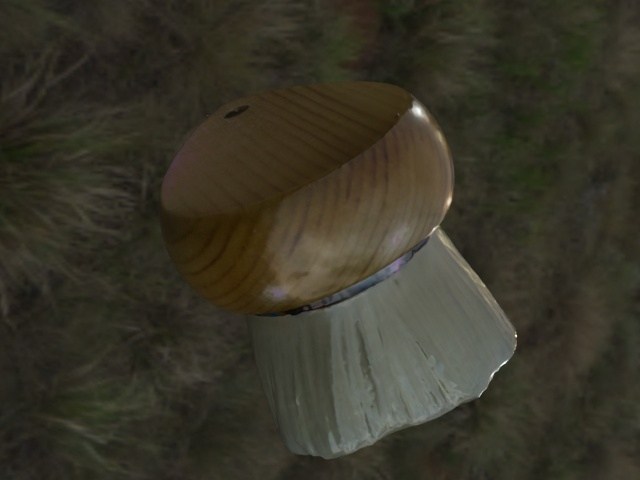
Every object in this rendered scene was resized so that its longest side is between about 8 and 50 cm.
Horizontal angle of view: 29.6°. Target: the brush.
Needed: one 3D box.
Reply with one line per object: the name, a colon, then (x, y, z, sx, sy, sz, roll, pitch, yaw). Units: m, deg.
brush: (0.000, 0.000, 0.764, 0.174, 0.267, 0.166, -28, 113, -5)
